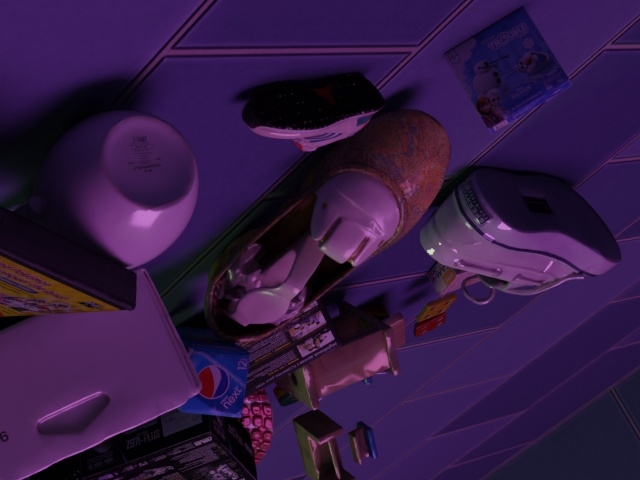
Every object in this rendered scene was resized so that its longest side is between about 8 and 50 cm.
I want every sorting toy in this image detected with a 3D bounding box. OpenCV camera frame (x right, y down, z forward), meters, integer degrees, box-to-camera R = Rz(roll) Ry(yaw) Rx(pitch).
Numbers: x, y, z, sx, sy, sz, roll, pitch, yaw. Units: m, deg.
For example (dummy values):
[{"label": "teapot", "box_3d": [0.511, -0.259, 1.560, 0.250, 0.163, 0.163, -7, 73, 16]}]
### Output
[{"label": "sorting toy", "box_3d": [0.054, 0.131, 2.389, 0.274, 0.046, 0.132, -27, 162, -5]}]

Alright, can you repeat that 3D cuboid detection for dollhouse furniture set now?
[{"label": "dollhouse furniture set", "box_3d": [0.022, 0.196, 2.238, 0.129, 0.184, 0.129, -21, -157, -21]}]

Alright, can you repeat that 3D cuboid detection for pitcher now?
[{"label": "pitcher", "box_3d": [-0.206, -0.023, 1.453, 0.177, 0.125, 0.207, -13, 168, -35]}]

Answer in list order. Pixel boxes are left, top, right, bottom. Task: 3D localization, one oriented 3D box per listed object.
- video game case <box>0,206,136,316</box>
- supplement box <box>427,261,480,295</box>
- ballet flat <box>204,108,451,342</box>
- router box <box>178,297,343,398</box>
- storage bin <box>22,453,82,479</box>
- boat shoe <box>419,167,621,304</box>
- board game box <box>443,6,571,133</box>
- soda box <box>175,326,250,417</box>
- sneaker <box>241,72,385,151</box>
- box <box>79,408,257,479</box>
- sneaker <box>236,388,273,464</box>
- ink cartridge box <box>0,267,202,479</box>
[{"label": "video game case", "box_3d": [-0.307, 0.018, 1.337, 0.248, 0.035, 0.275, -3, 166, 18]}, {"label": "supplement box", "box_3d": [0.199, 0.032, 2.355, 0.098, 0.036, 0.062, -18, 160, -31]}, {"label": "ballet flat", "box_3d": [0.000, 0.000, 1.800, 0.348, 0.123, 0.123, -38, 161, 35]}, {"label": "router box", "box_3d": [-0.075, 0.116, 2.083, 0.179, 0.046, 0.133, -28, 141, -3]}, {"label": "storage bin", "box_3d": [-0.342, 0.327, 2.200, 0.084, 0.122, 0.180, -34, 162, 13]}, {"label": "boat shoe", "box_3d": [0.236, 0.012, 2.196, 0.156, 0.136, 0.367, -38, 158, 25]}, {"label": "board game box", "box_3d": [0.179, -0.163, 1.694, 0.090, 0.090, 0.020, -31, 160, 6]}, {"label": "soda box", "box_3d": [-0.132, 0.139, 1.909, 0.067, 0.071, 0.210, 7, -178, -14]}, {"label": "sneaker", "box_3d": [-0.015, -0.105, 1.612, 0.161, 0.057, 0.075, -16, 153, -44]}, {"label": "box", "box_3d": [-0.192, 0.271, 2.225, 0.180, 0.077, 0.147, -22, 141, 12]}, {"label": "sneaker", "box_3d": [-0.141, 0.268, 2.382, 0.120, 0.112, 0.299, -1, 138, -16]}, {"label": "ink cartridge box", "box_3d": [-0.248, 0.134, 1.669, 0.223, 0.129, 0.307, -25, 179, -11]}]
